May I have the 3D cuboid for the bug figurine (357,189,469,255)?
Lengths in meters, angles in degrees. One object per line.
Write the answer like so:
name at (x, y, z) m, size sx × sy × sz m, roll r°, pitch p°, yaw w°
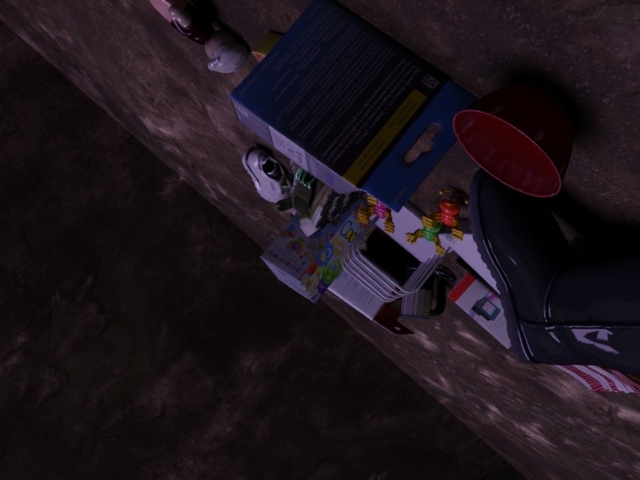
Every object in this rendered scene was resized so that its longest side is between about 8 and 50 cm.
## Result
bug figurine at (0.180, -0.071, 1.802) m, size 0.279 × 0.072 × 0.216 m, roll 24°, pitch 159°, yaw 14°

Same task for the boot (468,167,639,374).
boot at (0.444, 0.032, 1.287) m, size 0.445 × 0.146 × 0.367 m, roll -5°, pitch 108°, yaw 62°

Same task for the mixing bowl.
mixing bowl at (0.291, -0.157, 1.225) m, size 0.181 × 0.098 × 0.181 m, roll 38°, pitch 169°, yaw 9°

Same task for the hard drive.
hard drive at (0.426, 0.085, 1.834) m, size 0.353 × 0.047 × 0.233 m, roll 42°, pitch 168°, yaw -15°

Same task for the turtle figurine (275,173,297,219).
turtle figurine at (-0.064, -0.054, 2.454) m, size 0.275 × 0.198 × 0.266 m, roll 24°, pitch 157°, yaw 41°

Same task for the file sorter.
file sorter at (0.175, 0.031, 2.090) m, size 0.193 × 0.173 × 0.277 m, roll 40°, pitch 169°, yaw 0°

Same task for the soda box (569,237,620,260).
soda box at (0.529, 0.093, 1.440) m, size 0.286 × 0.091 × 0.098 m, roll 25°, pitch 162°, yaw 50°

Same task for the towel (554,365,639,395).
towel at (0.589, 0.283, 1.970) m, size 0.237 × 0.037 × 0.329 m, roll 30°, pitch 171°, yaw 1°

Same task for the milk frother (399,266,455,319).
milk frother at (0.281, 0.140, 2.258) m, size 0.129 × 0.134 × 0.143 m, roll 6°, pitch 173°, yaw -3°

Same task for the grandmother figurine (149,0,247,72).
grandmother figurine at (-0.294, -0.485, 1.821) m, size 0.342 × 0.104 × 0.208 m, roll 41°, pitch -164°, yaw -19°

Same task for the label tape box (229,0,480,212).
label tape box at (0.058, -0.208, 1.393) m, size 0.334 × 0.240 × 0.106 m, roll 37°, pitch 168°, yaw 13°

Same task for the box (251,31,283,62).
box at (-0.028, -0.333, 1.638) m, size 0.232 × 0.058 × 0.087 m, roll 29°, pitch 166°, yaw 43°

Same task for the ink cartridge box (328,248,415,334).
ink cartridge box at (0.165, 0.141, 2.431) m, size 0.272 × 0.130 × 0.309 m, roll 36°, pitch -174°, yaw 17°

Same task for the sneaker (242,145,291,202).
sneaker at (-0.136, -0.177, 2.500) m, size 0.095 × 0.090 × 0.235 m, roll 16°, pitch 157°, yaw 40°

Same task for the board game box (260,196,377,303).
board game box at (0.000, 0.000, 2.252) m, size 0.144 × 0.275 × 0.142 m, roll 31°, pitch 166°, yaw 33°

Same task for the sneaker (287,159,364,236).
sneaker at (-0.014, -0.130, 1.987) m, size 0.182 × 0.158 × 0.410 m, roll 53°, pitch 163°, yaw 2°

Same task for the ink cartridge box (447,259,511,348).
ink cartridge box at (0.379, 0.148, 2.026) m, size 0.231 × 0.078 × 0.134 m, roll 42°, pitch -175°, yaw 13°
